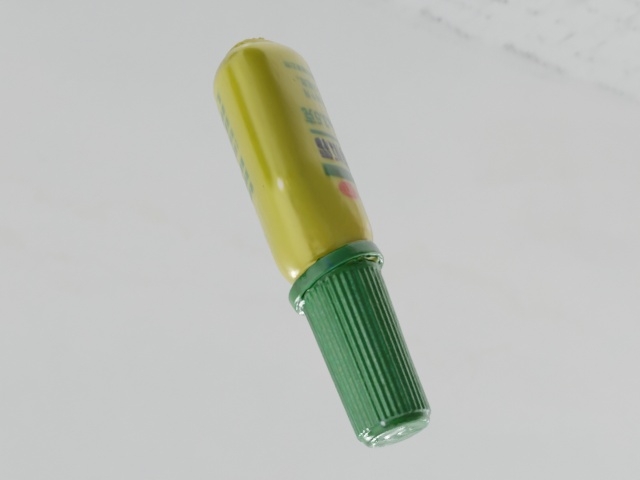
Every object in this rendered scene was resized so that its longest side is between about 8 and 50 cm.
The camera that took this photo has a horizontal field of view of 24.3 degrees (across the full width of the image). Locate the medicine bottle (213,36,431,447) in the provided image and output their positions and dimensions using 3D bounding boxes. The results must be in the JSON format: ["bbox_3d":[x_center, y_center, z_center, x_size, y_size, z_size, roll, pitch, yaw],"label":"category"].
[{"bbox_3d":[0.000,0.000,1.055,0.111,0.076,0.309,38,-151,-65],"label":"medicine bottle"}]
